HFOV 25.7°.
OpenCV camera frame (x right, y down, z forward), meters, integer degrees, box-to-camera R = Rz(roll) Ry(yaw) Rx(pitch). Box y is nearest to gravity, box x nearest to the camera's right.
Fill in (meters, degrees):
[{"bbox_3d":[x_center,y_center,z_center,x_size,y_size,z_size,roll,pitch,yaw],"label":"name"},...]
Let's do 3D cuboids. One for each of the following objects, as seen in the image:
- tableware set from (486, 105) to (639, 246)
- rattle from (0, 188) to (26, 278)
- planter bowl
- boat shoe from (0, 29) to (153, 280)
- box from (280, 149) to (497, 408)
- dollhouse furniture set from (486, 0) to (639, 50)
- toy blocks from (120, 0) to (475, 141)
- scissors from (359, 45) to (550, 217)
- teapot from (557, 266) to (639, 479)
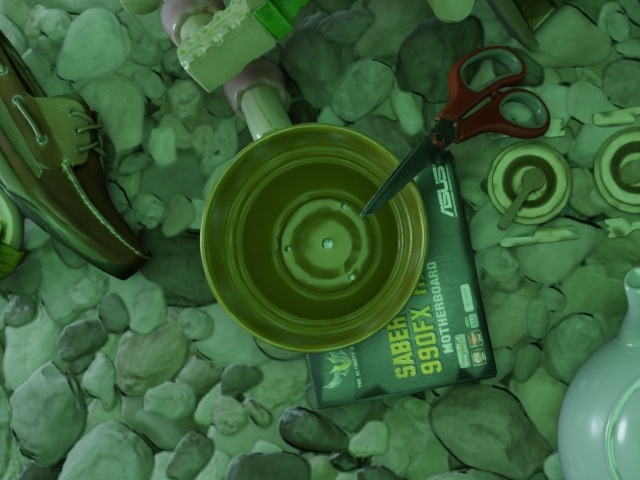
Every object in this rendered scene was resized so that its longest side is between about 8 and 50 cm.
[{"bbox_3d":[0.263,-0.065,1.396,0.194,0.039,0.128,-7,84,8],"label":"tableware set"},{"bbox_3d":[-0.402,-0.041,1.454,0.130,0.143,0.199,-24,88,25],"label":"rattle"},{"bbox_3d":[0.000,0.000,1.350,0.217,0.090,0.217,-1,86,9],"label":"planter bowl"},{"bbox_3d":[-0.285,-0.102,1.446,0.120,0.122,0.324,-44,81,0],"label":"boat shoe"},{"bbox_3d":[0.067,0.040,1.411,0.183,0.056,0.231,-11,84,7],"label":"box"},{"bbox_3d":[0.292,-0.223,1.324,0.161,0.212,0.242,-46,54,1],"label":"dollhouse furniture set"},{"bbox_3d":[-0.056,-0.302,1.363,0.288,0.309,0.260,-37,39,12],"label":"toy blocks"},{"bbox_3d":[0.112,-0.109,1.335,0.297,0.021,0.109,-27,79,-37],"label":"scissors"},{"bbox_3d":[0.339,0.193,1.291,0.256,0.187,0.252,29,91,9],"label":"teapot"}]
